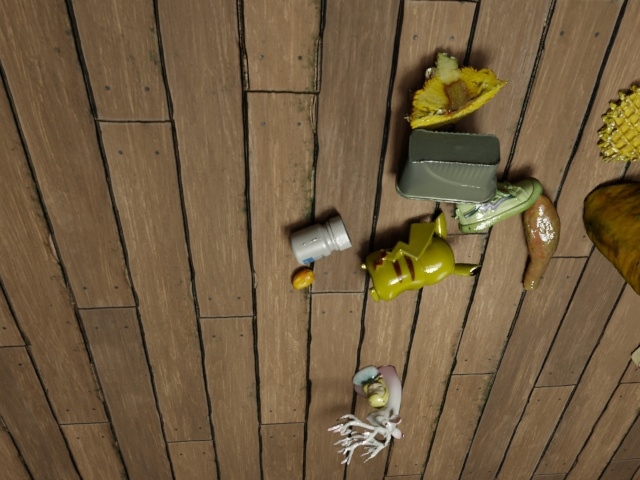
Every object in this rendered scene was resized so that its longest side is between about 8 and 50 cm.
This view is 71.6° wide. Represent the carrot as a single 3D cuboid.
[{"bbox_3d":[0.967,-0.007,1.321,0.242,0.340,0.241,-10,137,-10],"label":"carrot"}]

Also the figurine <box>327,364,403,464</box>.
[{"bbox_3d":[0.172,0.634,1.611,0.284,0.315,0.206,-10,117,2],"label":"figurine"}]

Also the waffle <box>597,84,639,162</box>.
[{"bbox_3d":[0.908,-0.331,1.257,0.229,0.051,0.231,-7,121,1],"label":"waffle"}]

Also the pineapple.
[{"bbox_3d":[0.312,-0.378,1.147,0.250,0.140,0.164,-30,77,-1],"label":"pineapple"}]

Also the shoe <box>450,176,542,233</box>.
[{"bbox_3d":[0.513,-0.113,1.292,0.262,0.140,0.128,-33,115,10],"label":"shoe"}]

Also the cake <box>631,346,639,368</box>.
[{"bbox_3d":[1.363,0.467,1.768,0.221,0.086,0.116,14,121,-13],"label":"cake"}]

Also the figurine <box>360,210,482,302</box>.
[{"bbox_3d":[0.288,0.059,1.366,0.327,0.218,0.169,-18,162,-3],"label":"figurine"}]

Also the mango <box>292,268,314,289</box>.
[{"bbox_3d":[-0.057,0.127,1.433,0.060,0.046,0.089,29,118,-22],"label":"mango"}]

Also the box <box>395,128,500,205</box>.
[{"bbox_3d":[0.342,-0.191,1.169,0.274,0.138,0.178,3,158,5],"label":"box"}]

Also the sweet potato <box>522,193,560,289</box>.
[{"bbox_3d":[0.702,0.013,1.415,0.109,0.109,0.385,-15,122,3],"label":"sweet potato"}]

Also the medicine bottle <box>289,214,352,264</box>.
[{"bbox_3d":[0.000,0.000,1.327,0.168,0.105,0.105,-21,121,7],"label":"medicine bottle"}]
